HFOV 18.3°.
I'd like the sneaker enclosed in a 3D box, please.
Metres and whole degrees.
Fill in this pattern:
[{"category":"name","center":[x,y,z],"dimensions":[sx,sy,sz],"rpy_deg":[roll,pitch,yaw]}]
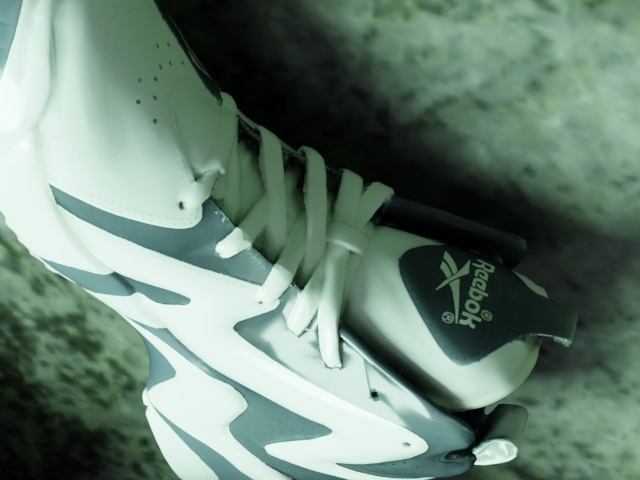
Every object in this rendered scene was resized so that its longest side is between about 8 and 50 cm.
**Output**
[{"category":"sneaker","center":[0.000,0.000,0.624],"dimensions":[0.153,0.094,0.235],"rpy_deg":[1,131,24]}]
